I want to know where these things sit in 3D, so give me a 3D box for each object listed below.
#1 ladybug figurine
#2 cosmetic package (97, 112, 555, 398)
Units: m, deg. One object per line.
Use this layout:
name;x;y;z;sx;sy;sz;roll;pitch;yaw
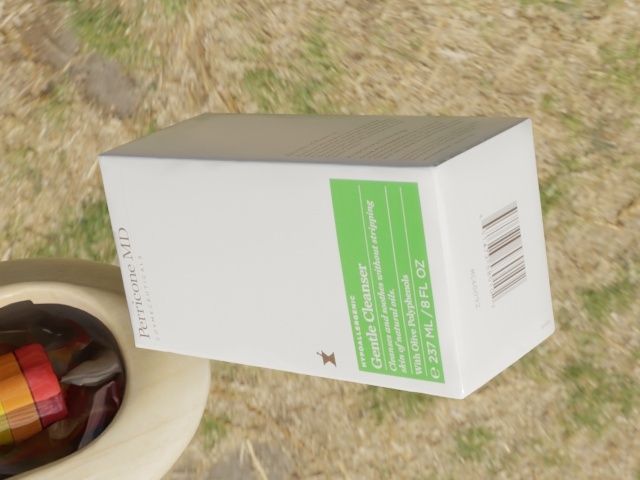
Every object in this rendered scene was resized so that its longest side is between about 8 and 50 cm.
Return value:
ladybug figurine;-0.327;0.183;1.425;0.449;0.162;0.305;-16;63;-14
cosmetic package;0.000;0.000;1.236;0.365;0.155;0.197;3;110;39
